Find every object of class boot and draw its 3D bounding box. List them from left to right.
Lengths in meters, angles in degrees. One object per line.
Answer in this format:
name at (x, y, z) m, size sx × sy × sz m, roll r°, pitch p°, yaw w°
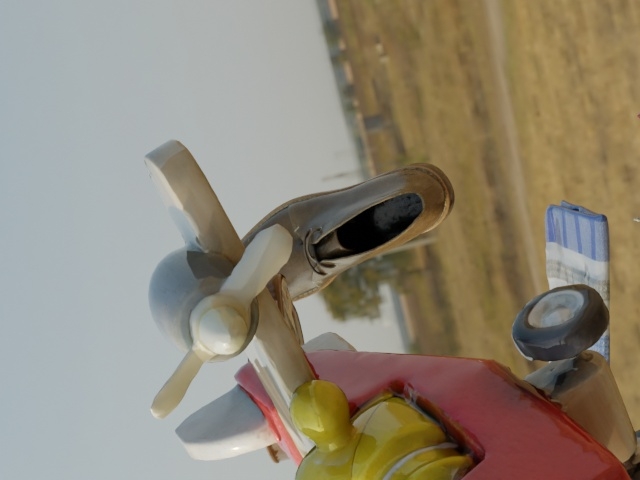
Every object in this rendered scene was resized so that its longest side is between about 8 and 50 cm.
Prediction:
boot at (0.000, 0.000, 1.648) m, size 0.112 × 0.305 × 0.115 m, roll 62°, pitch -157°, yaw -3°

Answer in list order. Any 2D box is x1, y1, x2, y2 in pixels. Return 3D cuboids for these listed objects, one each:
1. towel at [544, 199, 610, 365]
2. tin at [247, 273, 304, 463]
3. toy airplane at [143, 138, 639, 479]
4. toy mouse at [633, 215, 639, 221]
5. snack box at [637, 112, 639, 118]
towel at (0.333, 0.097, 1.878) m, size 0.209 × 0.034 × 0.285 m, roll -134°, pitch 43°, yaw -80°
tin at (-0.036, 0.110, 1.271) m, size 0.189 × 0.040 × 0.106 m, roll -96°, pitch -5°, yaw -48°
toy airplane at (0.007, 0.155, 0.962) m, size 0.386 × 0.272 × 0.384 m, roll 39°, pitch 149°, yaw 16°
toy mouse at (0.427, -0.063, 1.497) m, size 0.031 × 0.161 × 0.143 m, roll -17°, pitch -55°, yaw -68°
snack box at (0.494, -0.167, 1.938) m, size 0.100 × 0.037 × 0.141 m, roll 47°, pitch -136°, yaw 2°
